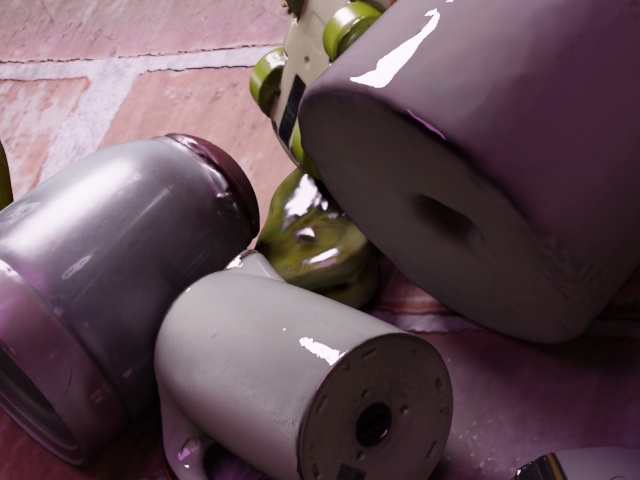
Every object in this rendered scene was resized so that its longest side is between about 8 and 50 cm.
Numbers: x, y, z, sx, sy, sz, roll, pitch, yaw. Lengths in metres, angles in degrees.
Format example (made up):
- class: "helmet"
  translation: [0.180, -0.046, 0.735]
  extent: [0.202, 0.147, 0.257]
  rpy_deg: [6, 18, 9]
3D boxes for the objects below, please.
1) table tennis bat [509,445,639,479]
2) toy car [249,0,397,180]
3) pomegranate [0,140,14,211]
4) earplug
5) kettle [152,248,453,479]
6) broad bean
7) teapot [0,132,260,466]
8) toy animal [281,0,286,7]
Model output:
- class: "table tennis bat"
  translation: [0.172, 0.242, 1.544]
  extent: [0.301, 0.022, 0.173]
  rpy_deg: [-3, 49, 25]
- class: "toy car"
  translation: [0.065, -0.170, 1.833]
  extent: [0.235, 0.235, 0.145]
  rpy_deg: [-34, 44, -2]
- class: "pomegranate"
  translation: [-0.452, -0.014, 1.959]
  extent: [0.290, 0.323, 0.291]
  rpy_deg: [1, 71, -3]
- class: "earplug"
  translation: [0.218, -0.151, 1.658]
  extent: [0.312, 0.313, 0.394]
  rpy_deg: [26, 67, 42]
- class: "kettle"
  translation: [-0.039, 0.148, 1.651]
  extent: [0.255, 0.165, 0.240]
  rpy_deg: [23, 89, 47]
- class: "broad bean"
  translation: [-0.001, -0.002, 1.837]
  extent: [0.153, 0.072, 0.207]
  rpy_deg: [-21, 32, 7]
- class: "teapot"
  translation: [-0.211, 0.031, 1.836]
  extent: [0.312, 0.233, 0.315]
  rpy_deg: [-43, 16, -20]
- class: "toy animal"
  translation: [0.016, -0.349, 2.140]
  extent: [0.181, 0.073, 0.136]
  rpy_deg: [-36, 34, 14]
